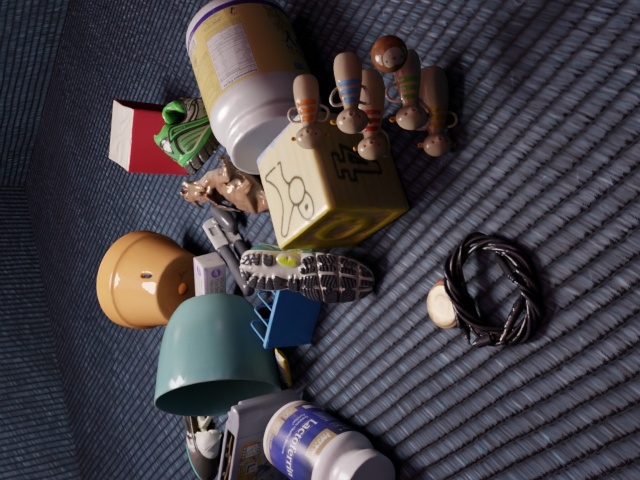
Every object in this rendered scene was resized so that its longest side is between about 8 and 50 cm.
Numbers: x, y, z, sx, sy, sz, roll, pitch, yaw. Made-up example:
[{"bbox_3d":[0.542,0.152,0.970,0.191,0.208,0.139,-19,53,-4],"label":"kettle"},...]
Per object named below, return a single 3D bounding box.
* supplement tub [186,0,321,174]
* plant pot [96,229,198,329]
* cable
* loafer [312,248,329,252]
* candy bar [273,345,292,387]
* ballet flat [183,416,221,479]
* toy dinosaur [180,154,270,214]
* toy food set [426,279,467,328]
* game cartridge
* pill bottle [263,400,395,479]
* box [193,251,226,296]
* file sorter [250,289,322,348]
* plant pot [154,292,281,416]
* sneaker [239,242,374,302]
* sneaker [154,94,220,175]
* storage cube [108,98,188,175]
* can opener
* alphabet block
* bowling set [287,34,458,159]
[{"bbox_3d":[-0.138,-0.335,1.336,0.241,0.241,0.331,-45,57,45],"label":"supplement tub"},{"bbox_3d":[-0.457,0.126,1.777,0.203,0.291,0.291,9,99,37],"label":"plant pot"},{"bbox_3d":[0.265,0.073,0.969,0.150,0.047,0.184,-20,74,46],"label":"cable"},{"bbox_3d":[0.000,0.000,1.337,0.125,0.045,0.039,-52,34,32],"label":"loafer"},{"bbox_3d":[-0.084,0.290,1.417,0.040,0.018,0.161,43,156,28],"label":"candy bar"},{"bbox_3d":[-0.340,0.539,1.773,0.096,0.095,0.280,-41,59,32],"label":"ballet flat"},{"bbox_3d":[-0.197,-0.121,1.530,0.295,0.127,0.200,32,131,24],"label":"toy dinosaur"},{"bbox_3d":[0.215,0.109,1.065,0.082,0.020,0.083,60,135,33],"label":"toy food set"},{"bbox_3d":[-0.132,0.486,1.396,0.062,0.198,0.297,30,115,49],"label":"game cartridge"},{"bbox_3d":[0.015,0.435,1.238,0.264,0.153,0.153,13,102,52],"label":"pill bottle"},{"bbox_3d":[-0.290,0.187,1.650,0.063,0.067,0.324,41,136,45],"label":"box"},{"bbox_3d":[-0.075,0.137,1.378,0.104,0.118,0.170,41,123,49],"label":"file sorter"},{"bbox_3d":[-0.251,0.268,1.493,0.293,0.293,0.235,-43,46,45],"label":"plant pot"},{"bbox_3d":[-0.023,0.048,1.245,0.275,0.110,0.107,11,116,12],"label":"sneaker"},{"bbox_3d":[-0.303,-0.323,1.555,0.134,0.146,0.343,-34,28,36],"label":"sneaker"},{"bbox_3d":[-0.514,-0.310,1.882,0.183,0.193,0.215,31,115,49],"label":"storage cube"},{"bbox_3d":[-0.224,0.015,1.586,0.283,0.076,0.095,52,156,38],"label":"can opener"},{"bbox_3d":[0.018,-0.108,1.177,0.192,0.193,0.197,-37,63,50],"label":"alphabet block"},{"bbox_3d":[0.084,-0.216,0.979,0.200,0.287,0.154,56,-151,-85],"label":"bowling set"}]
